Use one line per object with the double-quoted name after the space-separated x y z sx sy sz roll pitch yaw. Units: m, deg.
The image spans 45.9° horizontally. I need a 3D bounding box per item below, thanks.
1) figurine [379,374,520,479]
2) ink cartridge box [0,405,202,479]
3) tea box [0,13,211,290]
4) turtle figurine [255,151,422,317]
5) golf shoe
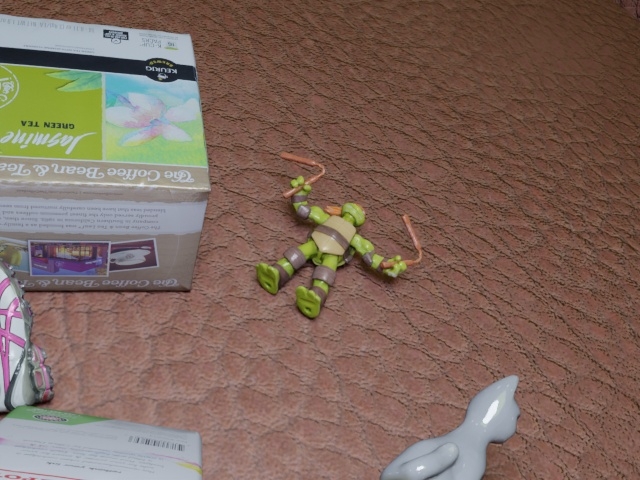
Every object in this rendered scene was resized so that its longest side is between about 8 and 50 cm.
0.137 0.258 0.854 0.092 0.215 0.209 41 48 16 "figurine"
-0.212 0.248 0.656 0.207 0.353 0.119 11 87 -8 "ink cartridge box"
-0.336 -0.117 1.023 0.329 0.220 0.323 0 51 -18 "tea box"
0.000 0.000 1.125 0.269 0.087 0.217 39 56 5 "turtle figurine"
-0.375 0.109 0.881 0.086 0.067 0.186 -15 77 -28 "golf shoe"
